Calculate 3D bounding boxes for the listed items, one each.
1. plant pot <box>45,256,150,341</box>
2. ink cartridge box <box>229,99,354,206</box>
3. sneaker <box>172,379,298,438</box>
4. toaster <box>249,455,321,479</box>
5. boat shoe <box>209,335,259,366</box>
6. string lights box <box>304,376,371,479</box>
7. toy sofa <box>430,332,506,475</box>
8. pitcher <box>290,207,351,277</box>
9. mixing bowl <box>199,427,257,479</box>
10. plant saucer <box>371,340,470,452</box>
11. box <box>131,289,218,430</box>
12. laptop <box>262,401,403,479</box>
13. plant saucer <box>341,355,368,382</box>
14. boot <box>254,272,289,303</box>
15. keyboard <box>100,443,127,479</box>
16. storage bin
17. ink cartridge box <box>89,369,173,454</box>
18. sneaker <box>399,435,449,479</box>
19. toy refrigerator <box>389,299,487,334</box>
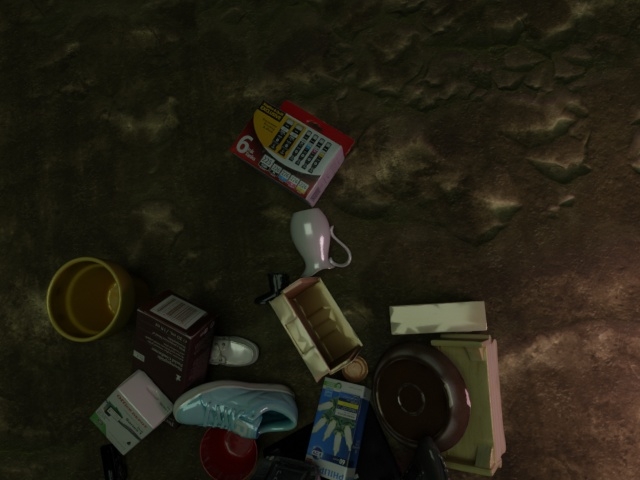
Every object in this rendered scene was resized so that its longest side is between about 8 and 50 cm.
[{"bbox_3d":[-0.686,0.187,1.372,0.253,0.239,0.254,-1,83,10],"label":"plant pot"},{"bbox_3d":[-0.086,-0.310,1.390,0.309,0.130,0.272,33,88,12],"label":"ink cartridge box"},{"bbox_3d":[-0.235,0.499,1.229,0.365,0.150,0.135,1,108,-19],"label":"sneaker"},{"bbox_3d":[-0.075,0.691,1.152,0.226,0.129,0.147,-5,113,27],"label":"toaster"},{"bbox_3d":[-0.340,0.357,1.368,0.277,0.096,0.098,4,84,10],"label":"boat shoe"},{"bbox_3d":[0.053,0.550,1.241,0.133,0.077,0.260,4,65,27],"label":"string lights box"},{"bbox_3d":[0.426,0.455,1.224,0.150,0.177,0.363,-7,82,33],"label":"toy sofa"},{"bbox_3d":[0.000,0.000,1.355,0.177,0.125,0.207,-13,92,-13],"label":"pitcher"},{"bbox_3d":[-0.270,0.640,1.322,0.181,0.098,0.182,-1,84,9],"label":"mixing bowl"},{"bbox_3d":[0.266,0.448,1.208,0.310,0.050,0.311,-5,83,41],"label":"plant saucer"},{"bbox_3d":[-0.451,0.362,1.282,0.191,0.143,0.382,23,118,13],"label":"box"},{"bbox_3d":[0.087,0.769,1.291,0.381,0.236,0.408,-30,51,4],"label":"laptop"},{"bbox_3d":[0.108,0.403,1.333,0.083,0.013,0.084,-1,83,9],"label":"plant saucer"},{"bbox_3d":[-0.160,0.157,1.389,0.121,0.045,0.099,-5,85,1],"label":"boot"},{"bbox_3d":[-0.678,0.775,1.413,0.100,0.038,0.192,-19,81,30],"label":"keyboard"},{"bbox_3d":[-0.009,0.249,1.248,0.123,0.260,0.262,-34,80,8],"label":"storage bin"},{"bbox_3d":[-0.556,0.507,1.251,0.160,0.092,0.219,46,120,1],"label":"ink cartridge box"},{"bbox_3d":[0.253,0.647,1.105,0.130,0.109,0.286,0,101,-11],"label":"sneaker"},{"bbox_3d":[0.345,0.233,1.270,0.269,0.102,0.094,-5,82,8],"label":"toy refrigerator"}]
